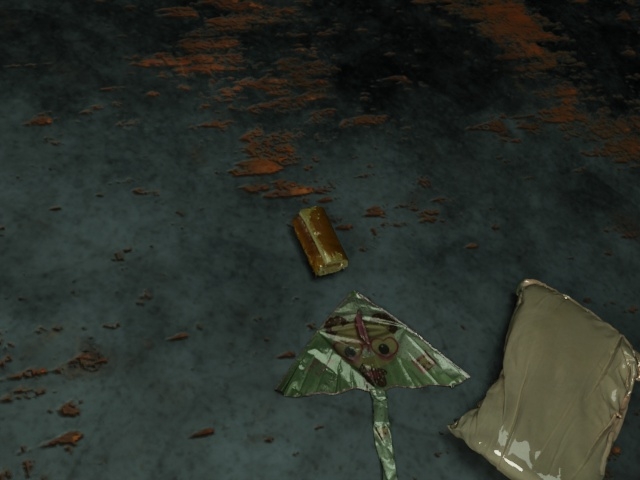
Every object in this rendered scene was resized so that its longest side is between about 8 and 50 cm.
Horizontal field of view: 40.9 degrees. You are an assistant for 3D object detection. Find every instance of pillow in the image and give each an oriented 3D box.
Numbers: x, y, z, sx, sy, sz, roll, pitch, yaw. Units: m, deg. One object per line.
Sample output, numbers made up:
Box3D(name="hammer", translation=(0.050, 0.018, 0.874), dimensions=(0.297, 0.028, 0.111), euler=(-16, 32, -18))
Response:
Box3D(name="pillow", translation=(0.254, 0.169, 0.948), dimensions=(0.173, 0.067, 0.270), euler=(29, 50, 12))

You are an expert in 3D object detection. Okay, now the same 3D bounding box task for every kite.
Box3D(name="kite", translation=(0.063, 0.159, 0.933), dimensions=(0.229, 0.012, 0.250), euler=(1, 56, -16))

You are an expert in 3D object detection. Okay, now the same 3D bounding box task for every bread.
Box3D(name="bread", translation=(0.000, 0.000, 1.014), dimensions=(0.047, 0.036, 0.083), euler=(-12, 61, -27))
